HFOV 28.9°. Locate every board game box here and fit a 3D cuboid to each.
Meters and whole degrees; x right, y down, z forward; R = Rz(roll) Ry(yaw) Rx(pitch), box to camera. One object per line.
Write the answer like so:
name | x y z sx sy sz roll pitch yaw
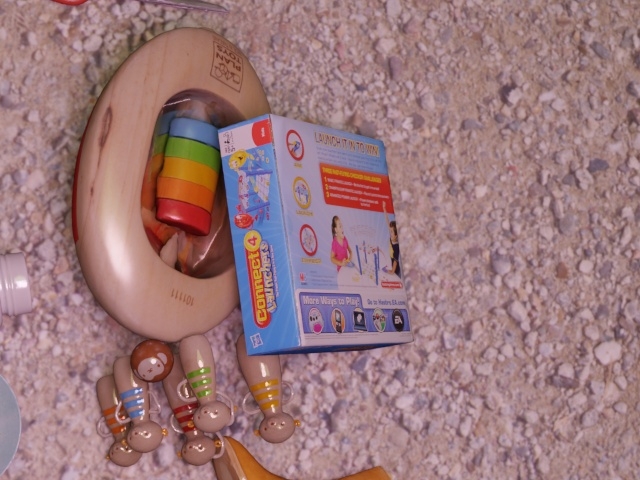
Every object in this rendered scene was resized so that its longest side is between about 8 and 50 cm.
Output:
board game box | 0.000 0.000 1.697 0.308 0.086 0.302 6 73 -58

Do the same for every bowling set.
bowling set | -0.193 0.214 1.594 0.287 0.200 0.154 -19 76 15

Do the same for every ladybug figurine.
ladybug figurine | -0.206 -0.080 1.686 0.305 0.162 0.449 28 65 -38

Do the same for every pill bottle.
pill bottle | -0.493 0.072 1.628 0.215 0.117 0.117 -9 82 -16

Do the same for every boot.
boot | -0.004 0.359 1.724 0.211 0.104 0.295 -28 89 -25

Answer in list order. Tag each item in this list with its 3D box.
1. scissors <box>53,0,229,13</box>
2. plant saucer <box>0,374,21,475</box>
scissors | -0.288 -0.358 1.823 0.297 0.021 0.109 24 71 -10
plant saucer | -0.494 0.246 1.636 0.195 0.037 0.195 3 79 -15
